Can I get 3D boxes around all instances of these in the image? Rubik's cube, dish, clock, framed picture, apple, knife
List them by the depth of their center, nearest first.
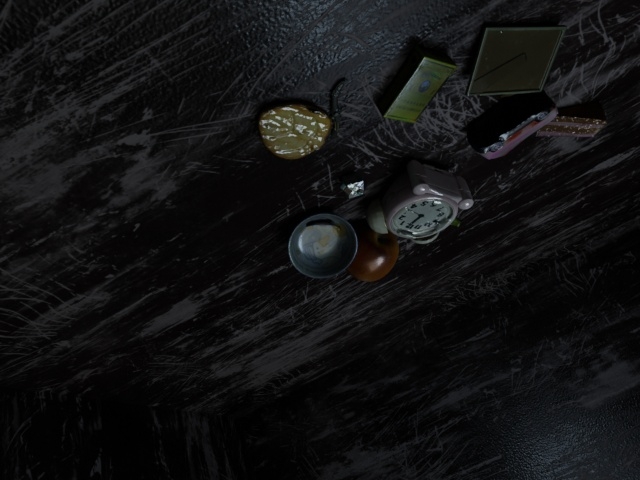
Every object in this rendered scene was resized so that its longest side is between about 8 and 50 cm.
[{"bbox_3d":[0.046,-0.385,1.450,0.045,0.021,0.222,-16,148,-17],"label":"knife"},{"bbox_3d":[0.599,-0.552,1.494,0.289,0.020,0.211,-9,131,-17],"label":"framed picture"},{"bbox_3d":[0.112,-0.193,1.742,0.084,0.075,0.073,-7,133,1],"label":"Rubik's cube"},{"bbox_3d":[0.379,-0.131,1.900,0.342,0.184,0.326,17,134,-23],"label":"clock"},{"bbox_3d":[0.000,0.000,1.923,0.273,0.134,0.273,-4,114,-8],"label":"dish"},{"bbox_3d":[0.206,0.043,2.033,0.253,0.254,0.253,-17,149,-11],"label":"apple"}]

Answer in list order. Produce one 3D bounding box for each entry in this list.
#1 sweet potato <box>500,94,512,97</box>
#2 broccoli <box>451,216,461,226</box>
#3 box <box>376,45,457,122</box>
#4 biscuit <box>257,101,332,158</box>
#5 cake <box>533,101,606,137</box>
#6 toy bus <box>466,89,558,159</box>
[{"bbox_3d":[0.648,-0.553,1.563,0.069,0.059,0.249,-29,152,-32],"label":"sweet potato"},{"bbox_3d":[0.540,-0.111,2.087,0.154,0.160,0.167,-38,148,-33],"label":"broccoli"},{"bbox_3d":[0.285,-0.462,1.452,0.141,0.064,0.220,1,140,-35],"label":"box"},{"bbox_3d":[-0.080,-0.330,1.437,0.203,0.041,0.260,-38,146,29],"label":"biscuit"},{"bbox_3d":[0.986,-0.459,1.902,0.295,0.113,0.116,-10,146,-11],"label":"cake"},{"bbox_3d":[0.683,-0.415,1.731,0.302,0.128,0.147,-37,150,21],"label":"toy bus"}]
